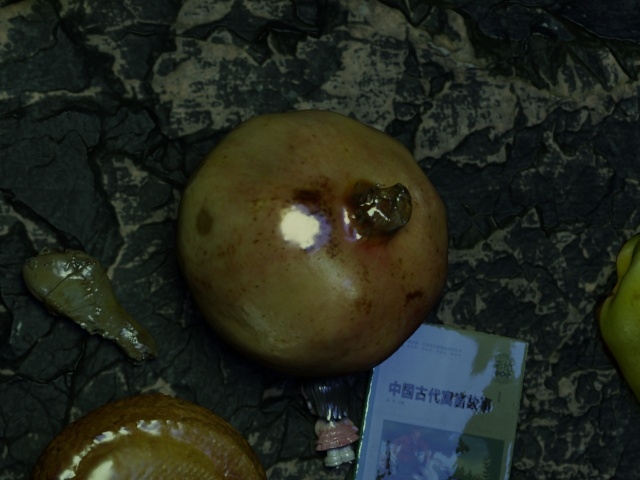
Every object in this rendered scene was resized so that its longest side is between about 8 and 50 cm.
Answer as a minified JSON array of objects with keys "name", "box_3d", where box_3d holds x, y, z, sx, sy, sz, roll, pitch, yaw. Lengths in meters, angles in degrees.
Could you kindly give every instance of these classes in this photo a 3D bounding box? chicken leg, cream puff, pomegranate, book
[{"name":"chicken leg","box_3d":[-0.271,0.080,1.752,0.198,0.069,0.085,43,73,-12]},{"name":"cream puff","box_3d":[-0.203,0.321,1.652,0.303,0.212,0.303,4,80,-26]},{"name":"pomegranate","box_3d":[0.000,0.000,1.712,0.338,0.338,0.338,3,79,-16]},{"name":"book","box_3d":[0.151,0.251,1.864,0.215,0.025,0.282,11,78,-13]}]

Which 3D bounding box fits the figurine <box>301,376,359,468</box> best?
[{"name":"figurine","box_3d":[0.019,0.219,1.816,0.072,0.054,0.129,-13,85,-22]}]

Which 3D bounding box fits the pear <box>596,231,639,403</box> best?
[{"name":"pear","box_3d":[0.586,0.119,1.929,0.386,0.191,0.340,24,71,-12]}]
